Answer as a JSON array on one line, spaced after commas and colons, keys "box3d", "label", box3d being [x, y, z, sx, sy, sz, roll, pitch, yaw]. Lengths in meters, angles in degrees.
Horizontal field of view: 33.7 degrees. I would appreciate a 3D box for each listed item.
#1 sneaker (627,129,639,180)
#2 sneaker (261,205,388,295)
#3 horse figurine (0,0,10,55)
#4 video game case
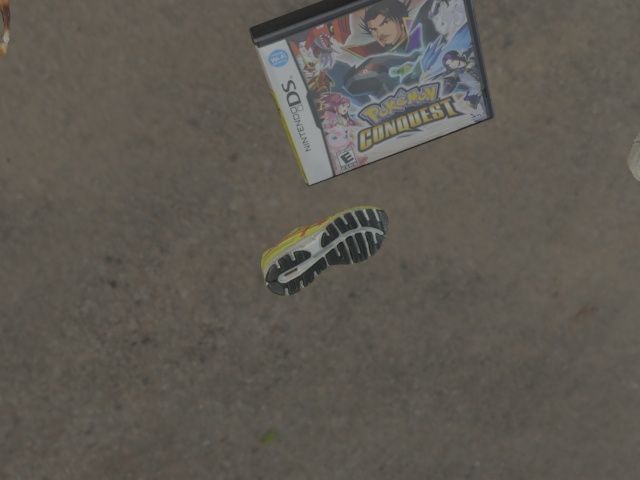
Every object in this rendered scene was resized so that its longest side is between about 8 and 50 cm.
[{"box3d": [0.296, -0.074, 0.800, 0.158, 0.061, 0.065, -35, 116, -26], "label": "sneaker"}, {"box3d": [0.000, 0.000, 1.551, 0.208, 0.094, 0.081, -24, 115, -11], "label": "sneaker"}, {"box3d": [-0.467, -0.351, 1.332, 0.263, 0.066, 0.175, 26, 67, -50], "label": "horse figurine"}, {"box3d": [0.074, -0.212, 1.358, 0.274, 0.035, 0.248, -20, 133, 1], "label": "video game case"}]
